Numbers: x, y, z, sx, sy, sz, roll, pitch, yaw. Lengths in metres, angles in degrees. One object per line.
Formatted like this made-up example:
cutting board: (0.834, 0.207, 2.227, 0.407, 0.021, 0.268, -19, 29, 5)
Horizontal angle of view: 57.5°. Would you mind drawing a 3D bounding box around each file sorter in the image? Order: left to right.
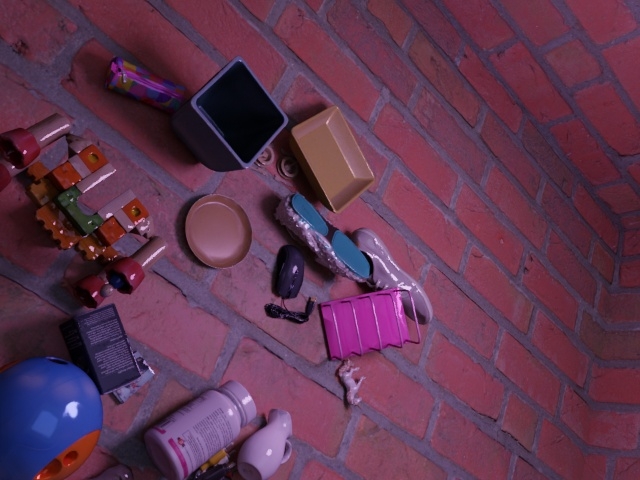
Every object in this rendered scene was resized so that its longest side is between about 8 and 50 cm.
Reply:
file sorter: (0.171, 0.284, 1.981, 0.291, 0.182, 0.202, -11, 86, -10)

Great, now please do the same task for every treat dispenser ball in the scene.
treat dispenser ball: (-0.640, 0.407, 1.307, 0.288, 0.288, 0.288, 10, 74, -37)

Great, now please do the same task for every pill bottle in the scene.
pill bottle: (-0.326, 0.519, 1.618, 0.283, 0.160, 0.160, -29, 99, -39)

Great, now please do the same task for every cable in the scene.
cable: (-0.355, 0.689, 1.646, 0.287, 0.072, 0.139, -19, 109, -28)

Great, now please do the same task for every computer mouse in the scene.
computer mouse: (-0.073, 0.151, 1.969, 0.184, 0.060, 0.262, 26, 65, -31)

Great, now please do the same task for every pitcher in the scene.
pitcher: (-0.154, 0.642, 1.757, 0.207, 0.126, 0.177, -47, 126, -53)

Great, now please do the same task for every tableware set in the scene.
tableware set: (-0.149, -0.277, 2.016, 0.194, 0.039, 0.128, 23, 67, -33)

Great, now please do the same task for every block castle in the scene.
block castle: (-0.620, -0.050, 1.421, 0.453, 0.303, 0.213, 55, 46, -16)

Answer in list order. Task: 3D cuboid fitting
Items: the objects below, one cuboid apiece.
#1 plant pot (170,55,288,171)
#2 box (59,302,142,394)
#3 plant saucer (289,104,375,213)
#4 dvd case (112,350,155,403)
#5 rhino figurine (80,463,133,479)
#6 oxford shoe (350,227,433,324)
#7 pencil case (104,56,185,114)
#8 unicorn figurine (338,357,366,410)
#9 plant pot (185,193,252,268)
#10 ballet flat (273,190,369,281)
plant pot: (-0.304, -0.357, 1.766, 0.248, 0.252, 0.247, 51, 55, -24)
box: (-0.560, 0.281, 1.481, 0.108, 0.153, 0.207, -21, 90, -39)
plant saucer: (0.031, -0.290, 2.110, 0.333, 0.081, 0.332, -42, 108, -49)
dvd case: (-0.521, 0.372, 1.589, 0.119, 0.013, 0.087, -42, 106, -35)
rhino figurine: (-0.572, 0.643, 1.451, 0.243, 0.073, 0.106, -14, 93, -38)
oxford shoe: (0.245, 0.155, 2.159, 0.449, 0.169, 0.130, 50, 51, -10)
pencil case: (-0.517, -0.454, 1.722, 0.236, 0.104, 0.104, 17, 70, -36)
unicorn figurine: (0.113, 0.505, 2.049, 0.162, 0.060, 0.111, 50, 53, 1)
plant pot: (-0.321, -0.027, 1.828, 0.236, 0.032, 0.236, 9, 76, -37)
ballet flat: (0.000, 0.000, 2.012, 0.409, 0.147, 0.147, 46, 55, -14)
